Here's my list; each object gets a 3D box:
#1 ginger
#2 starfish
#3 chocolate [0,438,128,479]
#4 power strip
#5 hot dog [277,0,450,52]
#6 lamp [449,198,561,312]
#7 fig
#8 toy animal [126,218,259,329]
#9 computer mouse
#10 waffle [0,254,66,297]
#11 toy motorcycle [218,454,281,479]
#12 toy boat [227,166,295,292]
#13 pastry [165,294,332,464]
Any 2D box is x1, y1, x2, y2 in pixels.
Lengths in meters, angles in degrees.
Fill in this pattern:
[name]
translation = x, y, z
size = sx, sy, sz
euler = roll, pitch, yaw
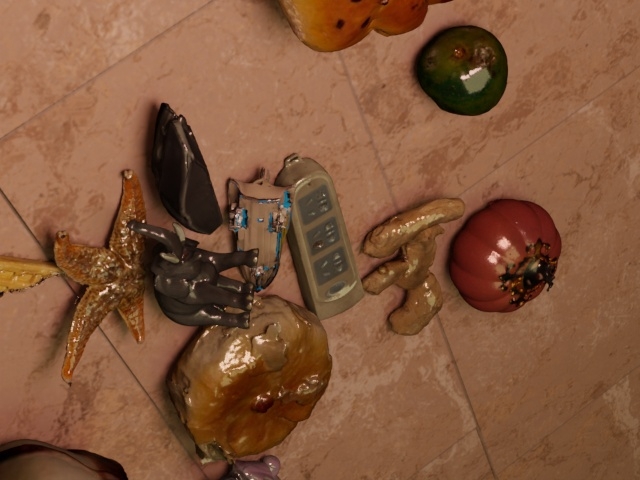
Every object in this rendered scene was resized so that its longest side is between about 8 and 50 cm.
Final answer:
[ginger]
translation = 0.119, 0.044, 1.811
size = 0.149, 0.065, 0.258
euler = -6, 133, -20
[starfish]
translation = -0.263, 0.039, 1.493
size = 0.138, 0.050, 0.247
euler = -27, 127, -42
[chocolate]
translation = -0.372, 0.370, 1.558
size = 0.186, 0.283, 0.283
euler = 30, 102, -32
[power strip]
translation = -0.002, -0.002, 1.684
size = 0.080, 0.048, 0.286
euler = -31, 136, -16
[hot dog]
translation = 0.077, -0.386, 1.328
size = 0.367, 0.196, 0.365
euler = -29, 140, -13
[lamp]
translation = 0.279, 0.028, 1.861
size = 0.182, 0.140, 0.182
euler = -19, 130, -24
[fig]
translation = 0.195, -0.203, 1.639
size = 0.117, 0.117, 0.177
euler = -40, 149, -4
[toy animal]
translation = -0.142, 0.041, 1.508
size = 0.137, 0.082, 0.269
euler = 6, 158, 6
[computer mouse]
translation = -0.162, -0.075, 1.451
size = 0.062, 0.106, 0.192
euler = -22, 142, -6
[waffle]
translation = -0.376, 0.057, 1.450
size = 0.152, 0.023, 0.097
euler = 9, 120, -45
[toy motorcycle]
translation = -0.111, 0.394, 1.890
size = 0.152, 0.073, 0.225
euler = -46, 150, -28
[toy boat]
translation = -0.079, 0.000, 1.614
size = 0.084, 0.066, 0.210
euler = 4, 138, 0
[pastry]
translation = -0.087, 0.195, 1.718
size = 0.236, 0.121, 0.257
euler = -32, 138, -14
